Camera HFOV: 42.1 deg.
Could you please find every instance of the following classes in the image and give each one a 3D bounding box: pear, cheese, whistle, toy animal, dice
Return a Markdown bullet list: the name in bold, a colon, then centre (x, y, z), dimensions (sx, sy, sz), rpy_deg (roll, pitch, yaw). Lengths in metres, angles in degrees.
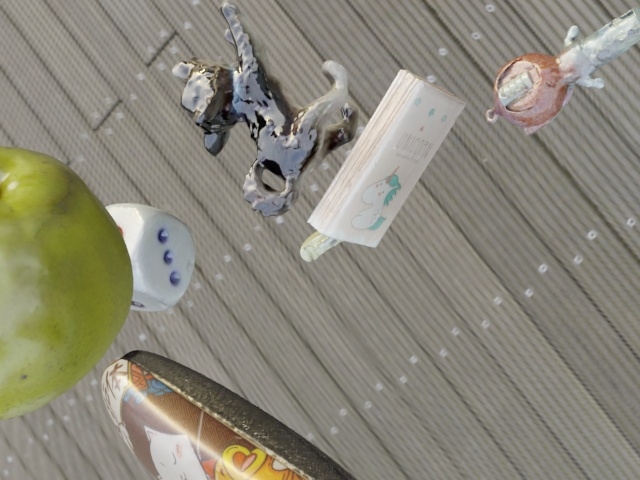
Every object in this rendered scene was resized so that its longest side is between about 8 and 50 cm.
- **pear**: centre (-0.340, 0.052, 0.883), dimensions (0.294, 0.294, 0.294), rpy_deg (7, 105, 26)
- **cheese**: centre (0.001, 0.001, 1.962), dimensions (0.127, 0.235, 0.049), rpy_deg (-37, 96, -5)
- **whistle**: centre (0.451, -0.315, 1.568), dimensions (0.346, 0.134, 0.142), rpy_deg (-32, 49, 38)
- **toy animal**: centre (-0.127, -0.227, 1.517), dimensions (0.344, 0.194, 0.302), rpy_deg (30, 75, 5)
- **dice**: centre (-0.400, 0.038, 1.806), dimensions (0.194, 0.192, 0.193), rpy_deg (-2, 64, 29)

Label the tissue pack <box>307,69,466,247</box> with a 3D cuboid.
- **tissue pack**: centre (0.121, -0.141, 1.512), dimensions (0.071, 0.170, 0.325), rpy_deg (44, 111, 36)

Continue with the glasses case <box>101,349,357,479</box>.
- **glasses case**: centre (-0.066, 0.193, 0.689), dimensions (0.321, 0.082, 0.122), rpy_deg (25, 141, 33)
